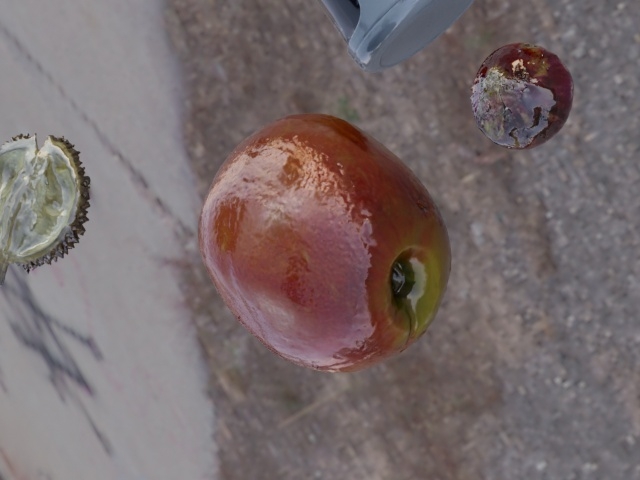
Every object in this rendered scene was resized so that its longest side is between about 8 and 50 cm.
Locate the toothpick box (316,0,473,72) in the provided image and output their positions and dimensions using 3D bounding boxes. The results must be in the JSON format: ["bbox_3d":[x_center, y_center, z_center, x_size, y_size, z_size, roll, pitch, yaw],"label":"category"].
[{"bbox_3d":[0.061,-0.455,2.082,0.354,0.263,0.263,52,161,9],"label":"toothpick box"}]

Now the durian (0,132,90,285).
[{"bbox_3d":[-0.330,-0.030,1.666,0.148,0.188,0.091,20,170,20],"label":"durian"}]

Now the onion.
[{"bbox_3d":[0.201,-0.143,1.417,0.107,0.107,0.097,55,-156,18],"label":"onion"}]

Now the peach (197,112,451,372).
[{"bbox_3d":[-0.001,0.002,1.947,0.373,0.290,0.372,34,150,23],"label":"peach"}]
